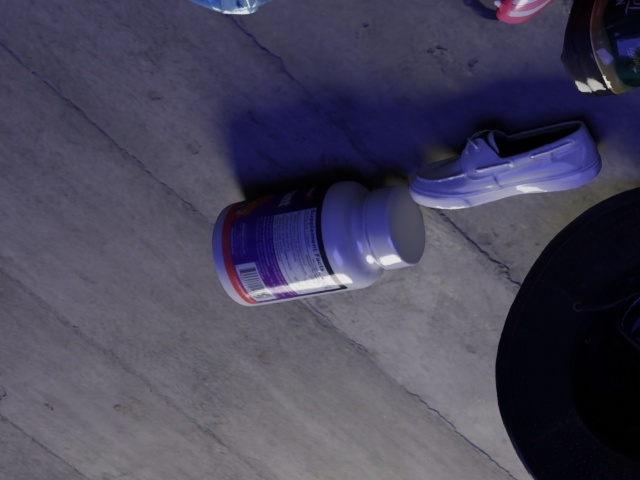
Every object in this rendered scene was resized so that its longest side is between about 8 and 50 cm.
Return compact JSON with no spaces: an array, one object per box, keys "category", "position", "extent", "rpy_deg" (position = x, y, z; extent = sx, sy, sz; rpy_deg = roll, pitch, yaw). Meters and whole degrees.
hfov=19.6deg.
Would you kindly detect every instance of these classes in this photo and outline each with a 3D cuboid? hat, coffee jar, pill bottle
[{"category":"hat","position":[0.320,0.115,1.772],"extent":[0.331,0.331,0.134],"rpy_deg":[16,178,3]},{"category":"coffee jar","position":[0.292,-0.178,1.533],"extent":[0.184,0.096,0.079],"rpy_deg":[-11,128,29]},{"category":"pill bottle","position":[0.000,0.000,1.827],"extent":[0.193,0.108,0.108],"rpy_deg":[-10,132,29]}]

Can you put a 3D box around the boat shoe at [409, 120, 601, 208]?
[{"category":"boat shoe","position":[0.165,-0.074,1.721],"extent":[0.184,0.066,0.063],"rpy_deg":[-5,123,26]}]

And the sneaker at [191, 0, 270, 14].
[{"category":"sneaker","position":[-0.023,-0.283,1.517],"extent":[0.319,0.127,0.208],"rpy_deg":[4,136,31]}]

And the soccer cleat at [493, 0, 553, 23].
[{"category":"soccer cleat","position":[0.222,-0.252,1.495],"extent":[0.095,0.083,0.248],"rpy_deg":[22,137,-11]}]
